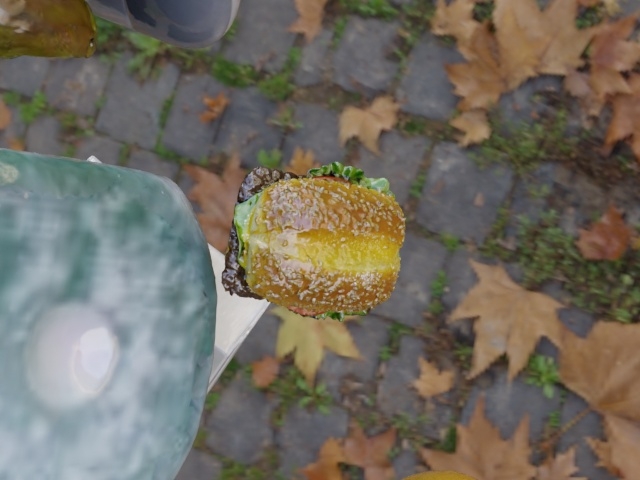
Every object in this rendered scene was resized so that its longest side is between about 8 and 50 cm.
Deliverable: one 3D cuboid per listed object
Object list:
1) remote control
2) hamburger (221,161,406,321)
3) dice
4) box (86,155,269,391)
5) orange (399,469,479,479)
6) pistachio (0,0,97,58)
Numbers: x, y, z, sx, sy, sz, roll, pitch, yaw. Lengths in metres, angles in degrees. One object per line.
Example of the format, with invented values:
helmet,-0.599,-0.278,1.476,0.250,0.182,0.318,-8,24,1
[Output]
remote control,-0.187,-0.297,1.251,0.103,0.221,0.332,-36,39,-27
hamburger,0.000,0.000,1.122,0.087,0.165,0.137,13,92,57
dice,-0.317,0.078,1.154,0.348,0.330,0.328,11,92,43
box,-0.205,0.061,1.478,0.260,0.111,0.194,39,143,2
orange,0.085,0.256,1.037,0.156,0.124,0.156,-39,35,34
pistachio,-0.272,-0.206,1.203,0.049,0.172,0.090,12,84,55
